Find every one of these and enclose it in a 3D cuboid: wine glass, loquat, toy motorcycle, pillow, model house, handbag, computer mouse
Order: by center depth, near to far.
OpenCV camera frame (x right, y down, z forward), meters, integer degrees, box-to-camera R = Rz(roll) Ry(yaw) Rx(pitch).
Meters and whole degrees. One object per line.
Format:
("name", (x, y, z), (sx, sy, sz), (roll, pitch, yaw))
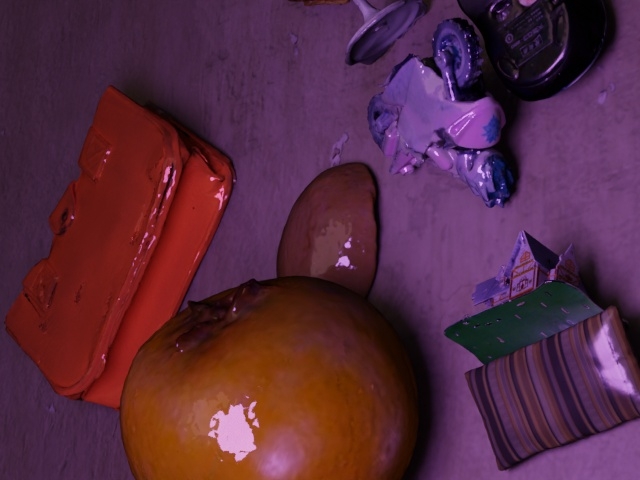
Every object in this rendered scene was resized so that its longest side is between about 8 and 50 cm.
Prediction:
("pillow", (0.238, 0.150, 1.546), (0.203, 0.038, 0.113), (-29, 77, 40))
("model house", (0.219, 0.058, 1.578), (0.167, 0.117, 0.088), (-32, 37, 42))
("computer mouse", (0.230, -0.259, 1.677), (0.137, 0.096, 0.233), (-34, 64, 41))
("loquat", (-0.044, 0.212, 1.692), (0.328, 0.328, 0.359), (7, 126, 52))
("toy motorcycle", (0.140, -0.113, 1.724), (0.204, 0.108, 0.239), (63, 165, 11))
("wine glass", (0.015, -0.335, 1.884), (0.156, 0.156, 0.232), (-45, 74, 31))
("handbag", (-0.296, 0.011, 2.208), (0.303, 0.116, 0.410), (35, 104, 50))

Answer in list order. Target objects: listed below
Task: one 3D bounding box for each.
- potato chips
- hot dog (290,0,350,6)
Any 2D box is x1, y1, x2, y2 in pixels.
("potato chips", (-0.001, 0.001, 1.895), (0.208, 0.062, 0.195), (-62, 37, 17))
("hot dog", (-0.025, -0.392, 2.048), (0.123, 0.093, 0.261), (-42, 62, 22))
